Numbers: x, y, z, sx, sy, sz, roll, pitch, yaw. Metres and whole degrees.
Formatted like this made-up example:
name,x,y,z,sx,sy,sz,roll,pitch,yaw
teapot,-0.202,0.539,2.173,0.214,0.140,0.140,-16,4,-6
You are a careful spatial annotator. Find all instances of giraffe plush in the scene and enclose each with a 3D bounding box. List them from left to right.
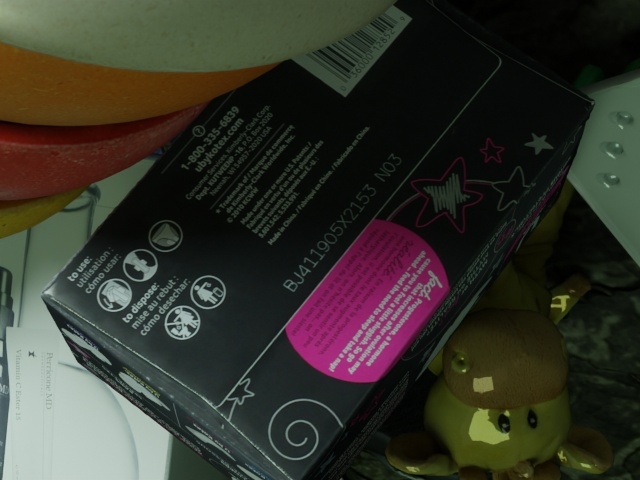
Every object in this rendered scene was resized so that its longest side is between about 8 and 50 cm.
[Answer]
name,x,y,z,sx,sy,sz,roll,pitch,yaw
giraffe plush,0.094,0.064,0.954,0.181,0.170,0.210,-19,133,10

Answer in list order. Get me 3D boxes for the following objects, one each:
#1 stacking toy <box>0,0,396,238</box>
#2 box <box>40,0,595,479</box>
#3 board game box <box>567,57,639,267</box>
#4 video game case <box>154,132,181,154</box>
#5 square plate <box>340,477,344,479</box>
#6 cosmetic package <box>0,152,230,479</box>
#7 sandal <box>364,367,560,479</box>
name,x,y,z,sx,sy,sz,roll,pitch,yaw
stacking toy,-0.184,-0.105,0.782,0.350,0.350,0.480,31,137,-6
box,0.000,0.000,0.827,0.163,0.247,0.142,36,164,12
board game box,0.365,0.015,0.832,0.390,0.050,0.390,47,146,-21
video game case,-0.111,-0.127,0.981,0.244,0.061,0.269,1,136,28
square plate,-0.101,0.297,1.483,0.344,0.049,0.347,3,137,28
cosmetic package,-0.231,0.070,1.024,0.377,0.284,0.097,8,-177,25
sandal,0.065,0.133,1.167,0.254,0.097,0.054,16,142,30
